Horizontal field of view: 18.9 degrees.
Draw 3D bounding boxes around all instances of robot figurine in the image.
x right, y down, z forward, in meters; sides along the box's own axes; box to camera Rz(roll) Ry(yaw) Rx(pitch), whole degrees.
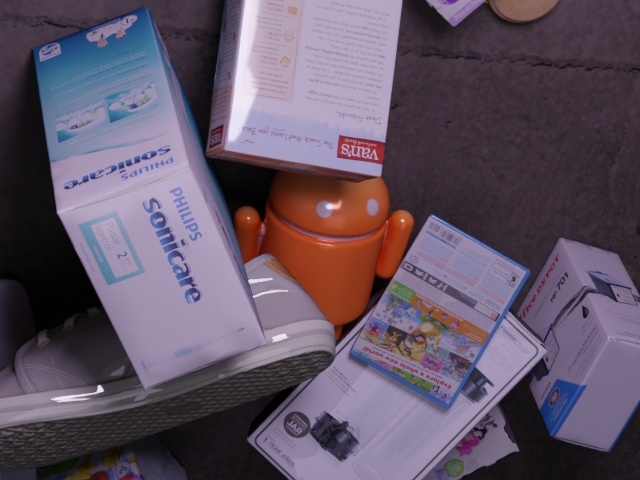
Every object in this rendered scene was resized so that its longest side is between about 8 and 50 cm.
[{"bbox_3d":[-0.002,0.000,1.949,0.158,0.128,0.219,22,123,16],"label":"robot figurine"}]

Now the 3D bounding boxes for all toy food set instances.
[{"bbox_3d":[0.202,-0.253,1.893,0.082,0.020,0.083,15,119,-23],"label":"toy food set"}]

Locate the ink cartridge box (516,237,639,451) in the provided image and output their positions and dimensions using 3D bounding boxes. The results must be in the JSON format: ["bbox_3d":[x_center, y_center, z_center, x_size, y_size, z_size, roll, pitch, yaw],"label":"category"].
[{"bbox_3d":[0.283,0.110,2.059,0.082,0.190,0.139,15,119,-22],"label":"ink cartridge box"}]

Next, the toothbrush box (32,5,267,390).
[{"bbox_3d":[-0.161,-0.044,1.775,0.126,0.295,0.216,-21,127,0],"label":"toothbrush box"}]

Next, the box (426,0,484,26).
[{"bbox_3d":[0.222,-0.336,1.814,0.324,0.067,0.063,-39,123,14],"label":"box"}]

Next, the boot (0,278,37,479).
[{"bbox_3d":[-0.366,0.163,1.991,0.123,0.095,0.258,6,101,25],"label":"boot"}]

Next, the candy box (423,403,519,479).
[{"bbox_3d":[0.101,0.203,2.150,0.196,0.070,0.165,-26,125,4],"label":"candy box"}]

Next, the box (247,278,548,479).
[{"bbox_3d":[0.081,0.155,2.032,0.169,0.087,0.290,42,96,-3],"label":"box"}]

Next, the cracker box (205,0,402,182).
[{"bbox_3d":[-0.012,-0.180,1.786,0.156,0.067,0.232,10,83,-20],"label":"cracker box"}]

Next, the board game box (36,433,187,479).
[{"bbox_3d":[-0.288,0.316,2.083,0.275,0.144,0.142,-30,125,6],"label":"board game box"}]

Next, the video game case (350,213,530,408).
[{"bbox_3d":[0.122,0.073,1.970,0.119,0.015,0.166,30,96,-2],"label":"video game case"}]

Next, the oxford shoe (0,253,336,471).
[{"bbox_3d":[-0.209,0.124,1.879,0.449,0.130,0.169,-18,162,3],"label":"oxford shoe"}]
